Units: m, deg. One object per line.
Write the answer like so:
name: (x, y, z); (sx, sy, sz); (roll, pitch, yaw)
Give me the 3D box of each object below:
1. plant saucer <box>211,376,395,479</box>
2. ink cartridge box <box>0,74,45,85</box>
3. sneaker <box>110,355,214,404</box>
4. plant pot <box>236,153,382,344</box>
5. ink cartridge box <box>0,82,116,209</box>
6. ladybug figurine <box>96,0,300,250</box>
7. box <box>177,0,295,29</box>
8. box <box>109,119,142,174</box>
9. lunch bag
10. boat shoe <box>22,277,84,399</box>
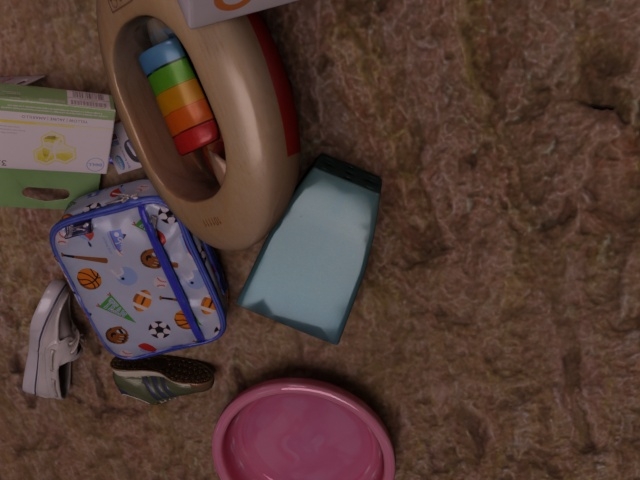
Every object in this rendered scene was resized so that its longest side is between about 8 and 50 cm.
plant saucer: (-0.028, 0.377, 1.402); (0.332, 0.084, 0.332); (4, 116, 8)
ink cartridge box: (-0.525, -0.214, 1.199); (0.180, 0.104, 0.060); (0, 114, 10)
sneaker: (-0.286, 0.261, 1.408); (0.192, 0.064, 0.086); (7, 123, 6)
plant pot: (0.000, 0.000, 1.182); (0.166, 0.165, 0.234); (22, 110, -1)
ink cartridge box: (-0.416, -0.124, 1.188); (0.171, 0.056, 0.235); (2, 130, -23)
ladybug figurine: (-0.158, -0.210, 1.071); (0.305, 0.162, 0.449); (-7, 106, 47)
box: (-0.015, -0.407, 0.863); (0.345, 0.215, 0.168); (-20, 71, -14)
box: (-0.290, -0.158, 1.229); (0.136, 0.028, 0.081); (-16, 111, 14)
lunch bag: (-0.282, 0.043, 1.261); (0.243, 0.115, 0.303); (-12, 119, 11)
boat shoe: (-0.470, 0.185, 1.383); (0.088, 0.096, 0.267); (19, 118, -4)
